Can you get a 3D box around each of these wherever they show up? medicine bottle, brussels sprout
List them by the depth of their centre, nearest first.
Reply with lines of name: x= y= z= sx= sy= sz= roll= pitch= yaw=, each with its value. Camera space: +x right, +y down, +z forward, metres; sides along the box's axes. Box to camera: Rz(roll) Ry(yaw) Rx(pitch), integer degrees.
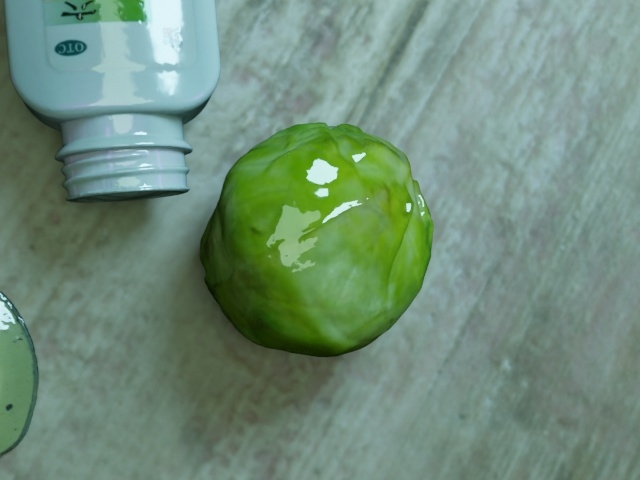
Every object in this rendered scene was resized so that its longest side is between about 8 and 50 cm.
medicine bottle: x=-0.183 y=-0.197 z=0.751 sx=0.179 sy=0.124 sz=0.324 roll=-4 pitch=91 yaw=-14
brussels sprout: x=0.000 y=0.000 z=0.770 sx=0.223 sy=0.161 sz=0.223 roll=1 pitch=84 yaw=-8

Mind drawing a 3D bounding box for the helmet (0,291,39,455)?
helmet: x=-0.370 y=0.128 z=0.691 sx=0.258 sy=0.137 sz=0.204 roll=-10 pitch=91 yaw=-14
